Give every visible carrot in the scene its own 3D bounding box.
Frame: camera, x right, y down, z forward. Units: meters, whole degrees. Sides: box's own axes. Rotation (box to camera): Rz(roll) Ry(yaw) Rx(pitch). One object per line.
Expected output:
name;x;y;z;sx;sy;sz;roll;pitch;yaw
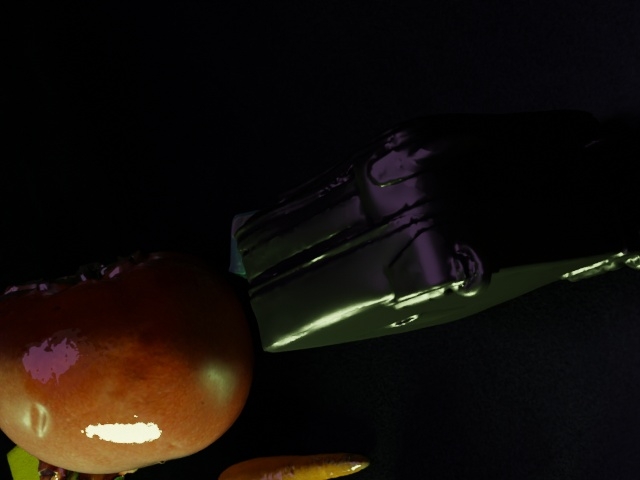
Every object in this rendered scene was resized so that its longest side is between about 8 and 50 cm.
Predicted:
carrot;-0.040;0.287;2.033;0.256;0.061;0.061;-23;75;40

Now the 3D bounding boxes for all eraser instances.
eraser;-0.401;0.328;2.404;0.122;0.045;0.097;-42;62;39

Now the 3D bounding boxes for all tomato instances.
tomato;-0.254;0.160;2.061;0.341;0.341;0.273;-12;97;45

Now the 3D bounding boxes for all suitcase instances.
suitcase;0.117;-0.001;1.665;0.339;0.345;0.188;-27;78;42

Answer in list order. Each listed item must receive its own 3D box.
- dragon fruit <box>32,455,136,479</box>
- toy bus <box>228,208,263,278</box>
dragon fruit;-0.317;0.329;2.256;0.135;0.137;0.236;-49;56;52
toy bus;0.000;0.000;1.965;0.261;0.091;0.109;-11;77;43
